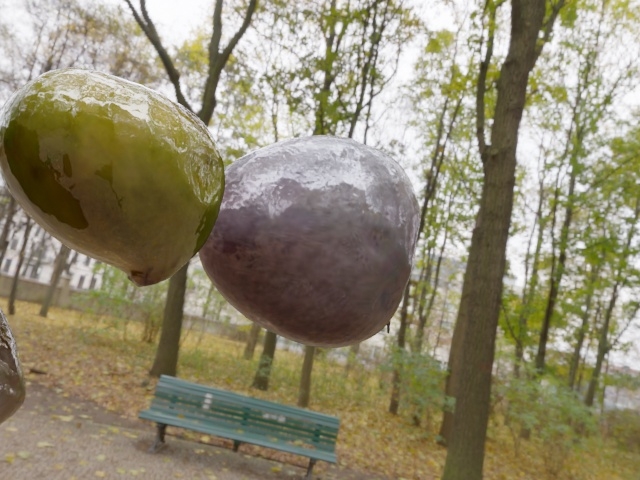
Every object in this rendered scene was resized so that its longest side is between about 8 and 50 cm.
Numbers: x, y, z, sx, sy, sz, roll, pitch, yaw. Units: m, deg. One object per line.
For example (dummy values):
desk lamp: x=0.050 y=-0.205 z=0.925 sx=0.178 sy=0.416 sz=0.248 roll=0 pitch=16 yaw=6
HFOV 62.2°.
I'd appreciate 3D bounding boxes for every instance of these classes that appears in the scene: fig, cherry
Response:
fig: x=-0.137 y=-0.048 z=0.361 sx=0.153 sy=0.121 sz=0.136 roll=36 pitch=-19 yaw=-22
cherry: x=0.000 y=0.000 z=0.544 sx=0.266 sy=0.213 sz=0.183 roll=16 pitch=-10 yaw=-32

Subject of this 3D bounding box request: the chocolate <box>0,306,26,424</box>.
chocolate: x=-0.254 y=0.030 z=0.295 sx=0.148 sy=0.214 sz=0.093 roll=-15 pitch=2 yaw=17
